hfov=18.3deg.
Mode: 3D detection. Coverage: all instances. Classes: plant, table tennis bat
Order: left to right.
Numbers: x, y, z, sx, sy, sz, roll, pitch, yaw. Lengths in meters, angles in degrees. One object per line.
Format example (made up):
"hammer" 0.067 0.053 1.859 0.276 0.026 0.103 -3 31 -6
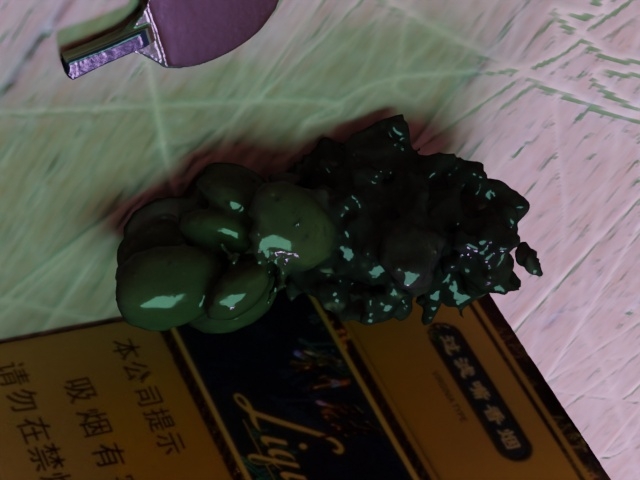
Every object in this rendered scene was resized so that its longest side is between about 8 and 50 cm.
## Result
"table tennis bat" -0.052 -0.077 0.696 0.083 0.007 0.050 -25 143 -11
"plant" 0.000 0.000 0.767 0.174 0.085 0.087 -6 112 -21

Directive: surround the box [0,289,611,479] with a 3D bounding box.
"box" -0.017 0.097 0.796 0.237 0.152 0.070 -11 138 -23
